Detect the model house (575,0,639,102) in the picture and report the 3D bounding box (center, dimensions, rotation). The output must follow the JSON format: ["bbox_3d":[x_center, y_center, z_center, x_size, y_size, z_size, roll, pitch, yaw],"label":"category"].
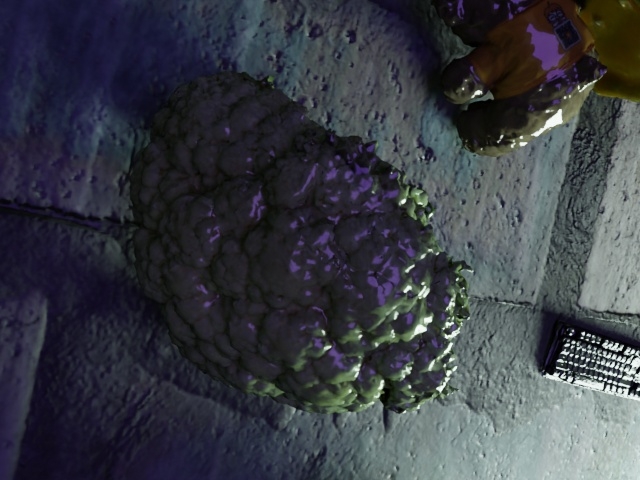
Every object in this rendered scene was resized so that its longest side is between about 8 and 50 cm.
[{"bbox_3d":[0.365,-0.269,0.735,0.173,0.239,0.268,33,84,16],"label":"model house"}]

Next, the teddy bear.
[{"bbox_3d":[0.190,-0.198,0.697,0.177,0.140,0.190,-40,105,-15],"label":"teddy bear"}]

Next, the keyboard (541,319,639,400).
[{"bbox_3d":[0.370,0.159,0.905,0.231,0.023,0.072,18,91,-30],"label":"keyboard"}]

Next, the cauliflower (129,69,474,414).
[{"bbox_3d":[0.000,0.000,0.576,0.250,0.272,0.275,-42,135,-51],"label":"cauliflower"}]
